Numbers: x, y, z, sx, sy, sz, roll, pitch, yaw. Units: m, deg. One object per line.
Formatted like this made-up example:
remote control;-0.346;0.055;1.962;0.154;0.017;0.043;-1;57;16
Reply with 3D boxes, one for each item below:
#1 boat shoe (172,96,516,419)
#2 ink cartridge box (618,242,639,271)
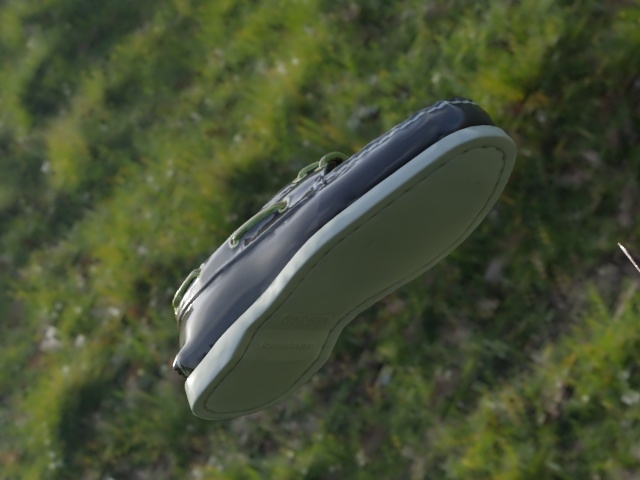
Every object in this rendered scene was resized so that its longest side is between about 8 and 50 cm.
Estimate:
boat shoe;0.000;0.000;0.747;0.228;0.081;0.069;-44;54;34
ink cartridge box;0.264;0.103;0.818;0.066;0.232;0.189;-35;39;5
